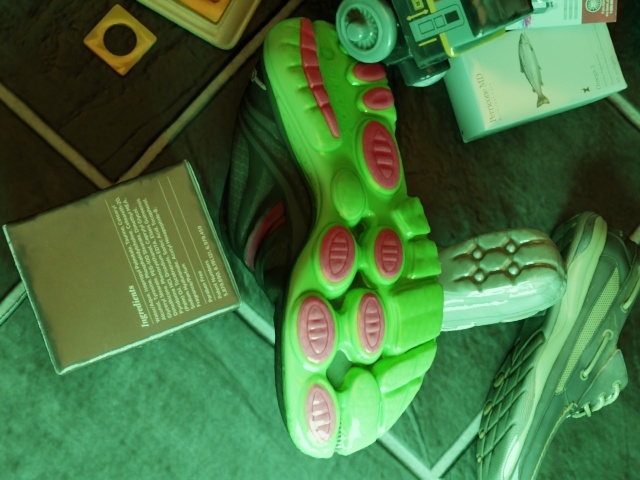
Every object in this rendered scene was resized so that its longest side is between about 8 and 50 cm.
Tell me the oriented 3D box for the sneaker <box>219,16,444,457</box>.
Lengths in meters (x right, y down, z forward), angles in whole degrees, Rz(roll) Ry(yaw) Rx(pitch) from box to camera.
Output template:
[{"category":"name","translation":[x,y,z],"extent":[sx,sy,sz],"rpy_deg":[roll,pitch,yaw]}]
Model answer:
[{"category":"sneaker","translation":[0.000,0.000,1.216],"extent":[0.185,0.202,0.482],"rpy_deg":[10,60,-26]}]

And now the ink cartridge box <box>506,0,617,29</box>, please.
[{"category":"ink cartridge box","translation":[0.237,-0.323,1.283],"extent":[0.176,0.128,0.127],"rpy_deg":[-3,44,8]}]

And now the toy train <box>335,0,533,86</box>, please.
[{"category":"toy train","translation":[0.087,-0.327,1.167],"extent":[0.142,0.190,0.333],"rpy_deg":[-28,101,-42]}]

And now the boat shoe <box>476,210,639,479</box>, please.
[{"category":"boat shoe","translation":[0.289,0.144,1.313],"extent":[0.130,0.132,0.355],"rpy_deg":[22,84,-5]}]

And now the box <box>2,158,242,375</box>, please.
[{"category":"box","translation":[-0.208,0.031,1.234],"extent":[0.203,0.168,0.167],"rpy_deg":[-20,89,-9]}]

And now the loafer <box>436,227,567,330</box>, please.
[{"category":"loafer","translation":[0.115,0.058,1.276],"extent":[0.320,0.111,0.112],"rpy_deg":[-5,60,22]}]

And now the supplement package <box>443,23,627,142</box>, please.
[{"category":"supplement package","translation":[0.246,-0.194,1.344],"extent":[0.179,0.105,0.105],"rpy_deg":[-18,91,-8]}]

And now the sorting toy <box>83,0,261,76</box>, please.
[{"category":"sorting toy","translation":[-0.146,-0.343,1.331],"extent":[0.196,0.047,0.347],"rpy_deg":[29,83,-5]}]
